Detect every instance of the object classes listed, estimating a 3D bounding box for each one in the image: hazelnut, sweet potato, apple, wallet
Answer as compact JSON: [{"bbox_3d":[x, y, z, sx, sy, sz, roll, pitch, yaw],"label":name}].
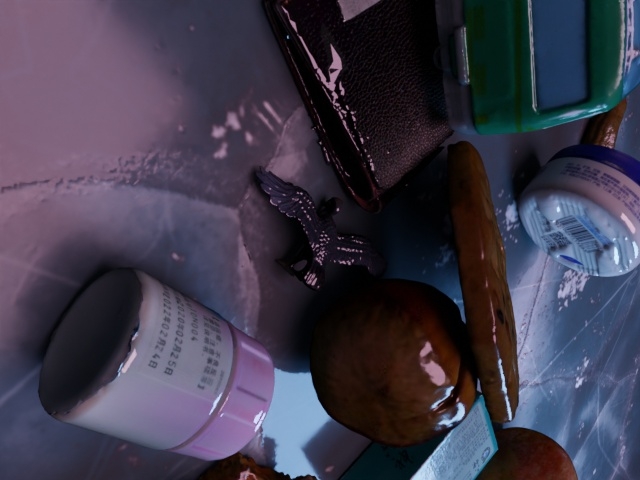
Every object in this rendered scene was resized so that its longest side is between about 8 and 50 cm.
[{"bbox_3d":[0.094,0.134,0.641,0.208,0.208,0.208,-13,112,-36],"label":"hazelnut"},{"bbox_3d":[0.527,-0.208,0.978,0.053,0.053,0.182,24,84,-3],"label":"sweet potato"},{"bbox_3d":[0.369,0.439,0.960,0.173,0.188,0.189,-3,106,-51],"label":"apple"},{"bbox_3d":[0.078,-0.195,0.599,0.221,0.071,0.262,-41,120,-22],"label":"wallet"}]

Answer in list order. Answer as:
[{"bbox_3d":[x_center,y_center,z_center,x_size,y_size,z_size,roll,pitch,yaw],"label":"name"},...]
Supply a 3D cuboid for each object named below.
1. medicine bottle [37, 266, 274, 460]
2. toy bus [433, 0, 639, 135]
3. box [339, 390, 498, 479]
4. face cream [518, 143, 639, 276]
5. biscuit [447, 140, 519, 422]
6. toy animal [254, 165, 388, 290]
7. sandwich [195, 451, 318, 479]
[{"bbox_3d":[-0.137,0.115,0.470,0.168,0.135,0.135,40,77,-39],"label":"medicine bottle"},{"bbox_3d":[0.289,-0.249,0.621,0.343,0.199,0.184,-33,118,-45],"label":"toy bus"},{"bbox_3d":[0.159,0.347,0.817,0.244,0.092,0.153,-39,124,-25],"label":"box"},{"bbox_3d":[0.426,-0.041,0.841,0.111,0.205,0.206,-46,128,-15],"label":"face cream"},{"bbox_3d":[0.214,0.048,0.676,0.359,0.046,0.360,-8,90,-70],"label":"biscuit"},{"bbox_3d":[0.000,0.000,0.595,0.220,0.062,0.108,38,79,-34],"label":"toy animal"},{"bbox_3d":[-0.100,0.358,0.601,0.292,0.109,0.212,36,73,-43],"label":"sandwich"}]
